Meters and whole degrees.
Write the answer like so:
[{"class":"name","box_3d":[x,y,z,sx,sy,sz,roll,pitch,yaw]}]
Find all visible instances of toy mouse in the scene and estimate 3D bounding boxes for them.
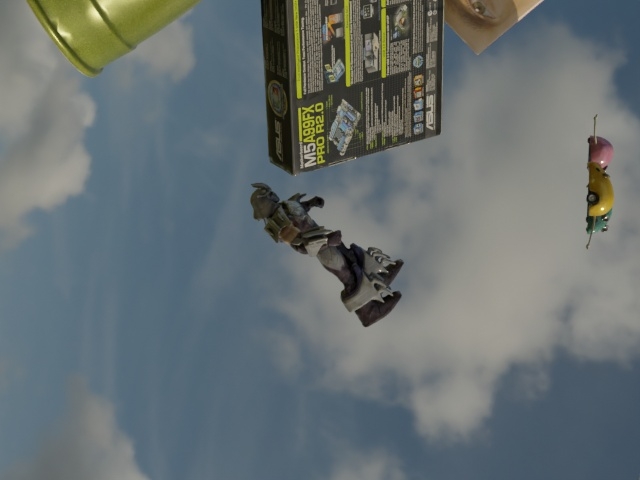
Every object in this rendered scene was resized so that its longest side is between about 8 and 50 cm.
[{"class":"toy mouse","box_3d":[0.334,-0.066,1.392,0.143,0.031,0.161,10,81,-77]}]

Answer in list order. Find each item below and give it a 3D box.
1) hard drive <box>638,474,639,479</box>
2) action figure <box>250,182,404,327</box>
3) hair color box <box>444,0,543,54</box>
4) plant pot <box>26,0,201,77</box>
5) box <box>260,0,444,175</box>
[{"class":"hard drive","box_3d":[0.249,0.070,0.683,0.047,0.233,0.353,9,-105,30]},{"class":"action figure","box_3d":[0.000,0.000,1.736,0.099,0.285,0.185,-43,-155,16]},{"class":"hair color box","box_3d":[0.252,-0.403,1.373,0.339,0.185,0.110,-39,-160,28]},{"class":"plant pot","box_3d":[-0.235,-0.464,1.582,0.353,0.366,0.366,-25,-138,5]},{"class":"box","box_3d":[0.040,-0.229,1.330,0.060,0.216,0.270,35,-44,50]}]
